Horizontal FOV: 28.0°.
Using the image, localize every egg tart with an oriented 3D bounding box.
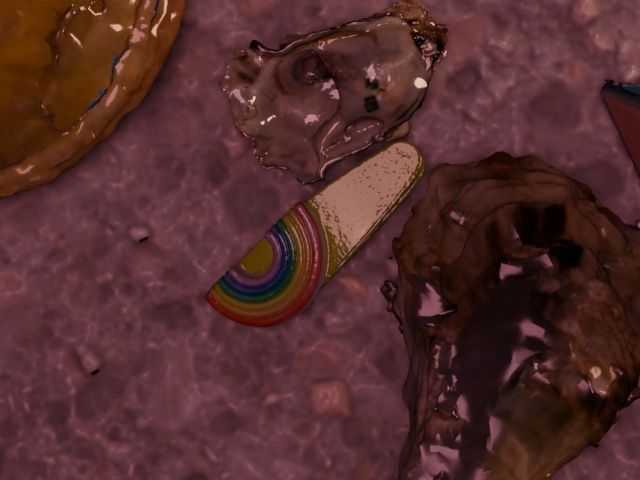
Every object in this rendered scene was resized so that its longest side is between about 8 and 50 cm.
[{"bbox_3d":[-0.290,-0.206,0.902,0.388,0.169,0.388,1,94,10],"label":"egg tart"}]

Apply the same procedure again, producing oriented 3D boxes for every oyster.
[{"bbox_3d":[0.018,-0.104,0.903,0.166,0.053,0.108,-18,93,7],"label":"oyster"},{"bbox_3d":[0.101,0.101,0.849,0.198,0.133,0.337,21,85,23],"label":"oyster"}]

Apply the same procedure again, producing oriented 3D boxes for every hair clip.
[{"bbox_3d":[0.000,0.000,0.908,0.188,0.033,0.060,-42,83,11],"label":"hair clip"}]

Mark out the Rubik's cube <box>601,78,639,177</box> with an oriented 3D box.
[{"bbox_3d":[0.328,-0.006,0.808,0.228,0.233,0.229,-28,40,43],"label":"Rubik's cube"}]
